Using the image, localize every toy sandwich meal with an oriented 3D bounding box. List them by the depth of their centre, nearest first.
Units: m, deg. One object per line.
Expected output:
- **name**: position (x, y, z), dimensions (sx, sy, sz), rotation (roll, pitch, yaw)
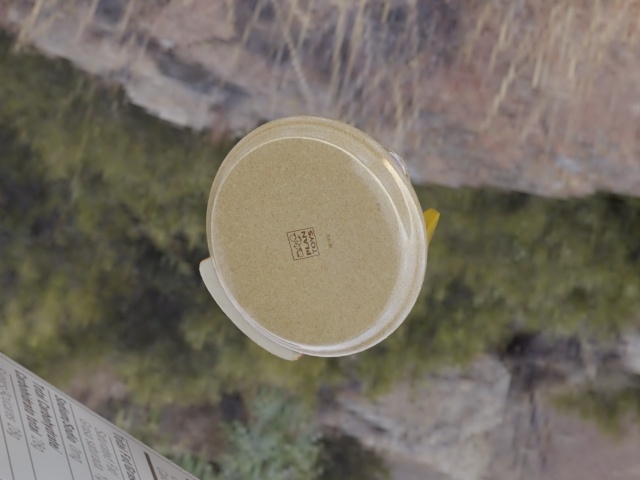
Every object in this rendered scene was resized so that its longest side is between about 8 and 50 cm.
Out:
- **toy sandwich meal**: position (0.000, 0.000, 0.505), dimensions (0.085, 0.085, 0.029), rotation (1, -168, 27)

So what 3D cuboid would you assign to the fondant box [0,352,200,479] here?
- **fondant box**: position (-0.169, 0.125, 0.411), dimensions (0.330, 0.238, 0.096), rotation (38, -173, -27)
